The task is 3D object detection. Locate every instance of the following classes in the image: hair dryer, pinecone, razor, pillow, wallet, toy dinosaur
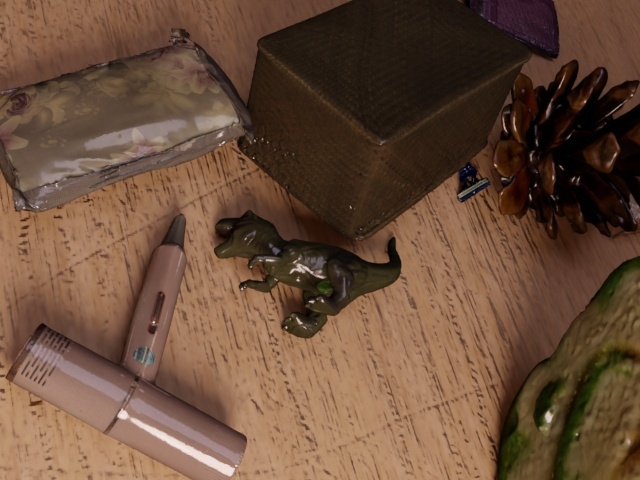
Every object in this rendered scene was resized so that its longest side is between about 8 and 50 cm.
[{"bbox_3d":[-0.129,0.081,0.707,0.195,0.054,0.220,32,45,-9],"label":"hair dryer"},{"bbox_3d":[0.317,-0.107,0.964,0.201,0.203,0.229,26,45,26],"label":"pinecone"},{"bbox_3d":[0.157,-0.120,0.993,0.028,0.044,0.155,10,49,-59],"label":"razor"},{"bbox_3d":[-0.195,-0.116,0.768,0.255,0.059,0.169,-23,68,-30],"label":"pillow"},{"bbox_3d":[0.283,-0.338,1.189,0.165,0.030,0.111,13,56,-22],"label":"wallet"},{"bbox_3d":[0.000,0.000,0.795,0.187,0.087,0.179,35,53,-8],"label":"toy dinosaur"}]

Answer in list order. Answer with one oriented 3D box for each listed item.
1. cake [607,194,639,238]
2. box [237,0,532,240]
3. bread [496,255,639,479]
[{"bbox_3d":[0.436,-0.040,1.082,0.121,0.052,0.065,-1,59,-31],"label":"cake"},{"bbox_3d":[0.071,-0.150,0.861,0.184,0.143,0.273,41,51,19],"label":"box"},{"bbox_3d":[0.296,0.193,0.656,0.129,0.382,0.366,23,79,-19],"label":"bread"}]
